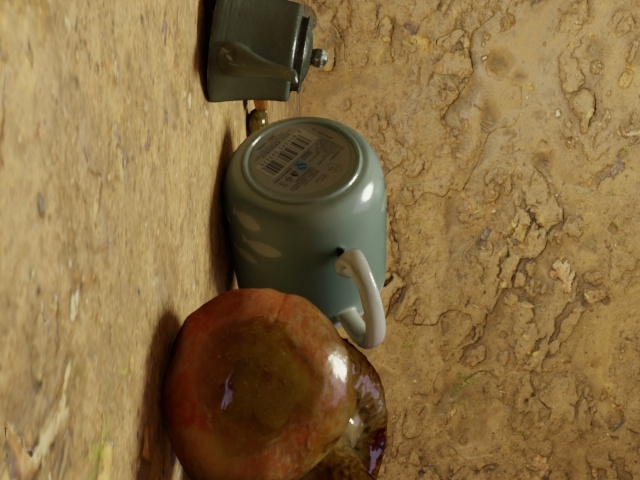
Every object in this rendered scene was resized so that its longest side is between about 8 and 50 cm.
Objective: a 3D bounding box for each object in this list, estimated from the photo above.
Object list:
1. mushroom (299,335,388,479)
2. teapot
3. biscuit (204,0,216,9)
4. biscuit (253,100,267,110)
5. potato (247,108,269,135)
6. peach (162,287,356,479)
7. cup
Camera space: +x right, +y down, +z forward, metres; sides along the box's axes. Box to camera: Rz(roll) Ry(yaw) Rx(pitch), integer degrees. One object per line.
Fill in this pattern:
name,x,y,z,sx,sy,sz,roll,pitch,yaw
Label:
mushroom,-0.011,0.281,1.004,0.356,0.331,0.334,-11,-140,58
teapot,-0.063,-0.258,0.984,0.239,0.149,0.162,-84,-178,-62
biscuit,-0.134,-0.358,0.952,0.130,0.019,0.119,-83,175,-75
biscuit,-0.115,-0.352,1.356,0.165,0.036,0.250,86,3,-70
potato,-0.116,-0.213,1.385,0.083,0.040,0.051,87,14,-52
peach,-0.067,0.176,0.803,0.214,0.214,0.235,90,11,-56
cup,0.000,0.000,1.149,0.357,0.259,0.274,55,-19,37
